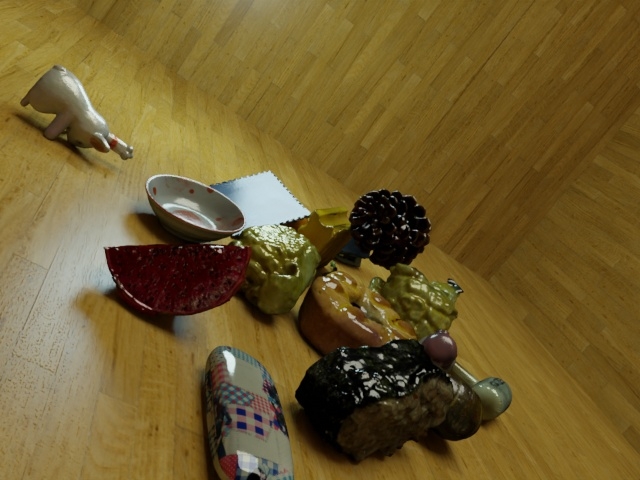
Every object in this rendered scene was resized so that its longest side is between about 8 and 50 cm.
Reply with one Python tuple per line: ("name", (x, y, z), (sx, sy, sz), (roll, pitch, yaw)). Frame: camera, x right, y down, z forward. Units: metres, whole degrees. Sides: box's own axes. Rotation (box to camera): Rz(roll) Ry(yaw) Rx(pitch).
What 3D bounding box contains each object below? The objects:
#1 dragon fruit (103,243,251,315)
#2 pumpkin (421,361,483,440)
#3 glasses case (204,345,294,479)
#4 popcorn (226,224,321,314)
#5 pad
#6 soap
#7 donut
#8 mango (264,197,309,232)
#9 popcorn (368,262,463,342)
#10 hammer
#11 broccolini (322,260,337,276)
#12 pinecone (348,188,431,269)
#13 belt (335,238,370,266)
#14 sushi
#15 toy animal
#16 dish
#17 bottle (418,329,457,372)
("dragon fruit", (-0.263, 0.070, 1.242), (0.262, 0.134, 0.211), (0, 4, -5))
("pumpkin", (0.276, 0.390, 1.527), (0.219, 0.162, 0.219), (35, -12, 9))
("glasses case", (-0.119, 0.281, 1.031), (0.125, 0.076, 0.327), (32, 14, -25))
("popcorn", (-0.127, 0.058, 1.570), (0.226, 0.173, 0.286), (24, 23, 7))
("pad", (-0.204, -0.116, 1.946), (0.270, 0.012, 0.269), (-16, 45, -27))
("soap", (0.000, 0.000, 1.990), (0.096, 0.204, 0.324), (43, 15, 10))
("donut", (0.092, 0.216, 1.617), (0.317, 0.150, 0.299), (46, 16, 26))
("mango", (-0.159, -0.075, 2.005), (0.254, 0.113, 0.138), (23, 55, 13))
("popcorn", (0.261, 0.197, 1.924), (0.293, 0.237, 0.293), (35, 19, -14))
("hammer", (0.428, 0.409, 1.945), (0.305, 0.113, 0.202), (38, 10, 24))
("broccolini", (0.038, 0.107, 2.106), (0.194, 0.054, 0.052), (-74, 141, -82))
("pinecone", (0.203, -0.047, 1.946), (0.246, 0.246, 0.292), (45, 6, 28))
("belt", (0.103, 0.023, 2.364), (0.122, 0.128, 0.218), (10, -5, 40))
("sushi", (0.116, 0.310, 1.272), (0.350, 0.211, 0.170), (12, 33, -49))
("toy animal", (-0.607, -0.290, 1.614), (0.282, 0.138, 0.140), (58, 16, -17))
("dish", (-0.320, -0.061, 1.597), (0.260, 0.085, 0.260), (25, 22, -11))
("bottle", (0.295, 0.307, 1.693), (0.110, 0.110, 0.233), (41, -20, 16))
